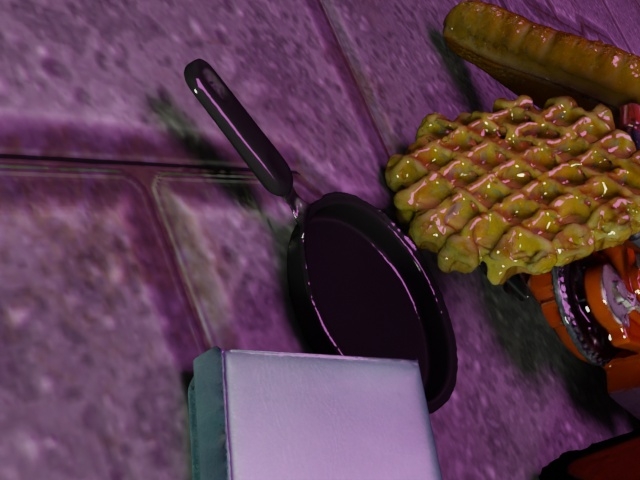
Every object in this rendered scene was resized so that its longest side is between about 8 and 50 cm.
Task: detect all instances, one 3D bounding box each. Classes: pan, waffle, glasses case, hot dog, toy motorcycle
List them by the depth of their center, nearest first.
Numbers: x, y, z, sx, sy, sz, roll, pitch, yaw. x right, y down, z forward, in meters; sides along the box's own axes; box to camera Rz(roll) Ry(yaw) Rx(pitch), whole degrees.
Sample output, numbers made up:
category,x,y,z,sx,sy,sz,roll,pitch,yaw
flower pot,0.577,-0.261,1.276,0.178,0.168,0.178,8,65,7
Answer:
category,x,y,z,sx,sy,sz,roll,pitch,yaw
glasses case,0.006,0.173,0.306,0.105,0.056,0.266,7,55,-24
pan,0.000,0.000,0.449,0.235,0.028,0.136,50,32,-21
waffle,0.134,-0.042,0.559,0.191,0.191,0.038,-82,169,-46
toy motorcycle,0.270,0.040,0.687,0.325,0.147,0.221,36,47,-35
hot dog,0.237,-0.146,0.736,0.289,0.068,0.083,34,-14,27

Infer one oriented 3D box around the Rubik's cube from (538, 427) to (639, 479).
category,x,y,z,sx,sy,sz,roll,pitch,yaw
Rubik's cube,0.271,0.242,0.422,0.246,0.250,0.248,50,31,-14
